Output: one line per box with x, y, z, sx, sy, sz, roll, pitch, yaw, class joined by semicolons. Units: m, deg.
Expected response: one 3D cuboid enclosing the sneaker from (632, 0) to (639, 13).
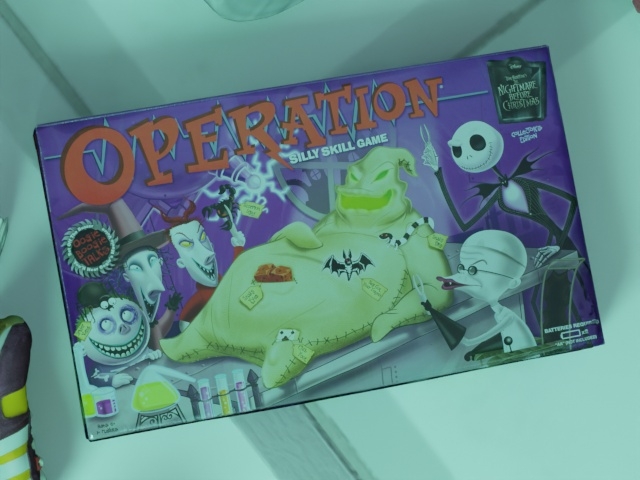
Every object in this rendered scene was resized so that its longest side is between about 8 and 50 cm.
0.250;-0.230;1.322;0.299;0.121;0.112;50;50;-10;sneaker

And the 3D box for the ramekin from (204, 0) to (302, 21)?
-0.003;-0.270;1.214;0.273;0.273;0.127;-40;79;-10;ramekin

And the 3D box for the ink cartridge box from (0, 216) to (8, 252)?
-0.267;-0.002;1.225;0.135;0.099;0.056;15;83;-7;ink cartridge box

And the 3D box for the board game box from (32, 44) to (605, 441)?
0.000;0.000;1.295;0.346;0.056;0.208;-10;83;-9;board game box

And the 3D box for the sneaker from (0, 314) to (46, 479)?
-0.199;0.142;1.246;0.083;0.069;0.186;18;89;-16;sneaker
